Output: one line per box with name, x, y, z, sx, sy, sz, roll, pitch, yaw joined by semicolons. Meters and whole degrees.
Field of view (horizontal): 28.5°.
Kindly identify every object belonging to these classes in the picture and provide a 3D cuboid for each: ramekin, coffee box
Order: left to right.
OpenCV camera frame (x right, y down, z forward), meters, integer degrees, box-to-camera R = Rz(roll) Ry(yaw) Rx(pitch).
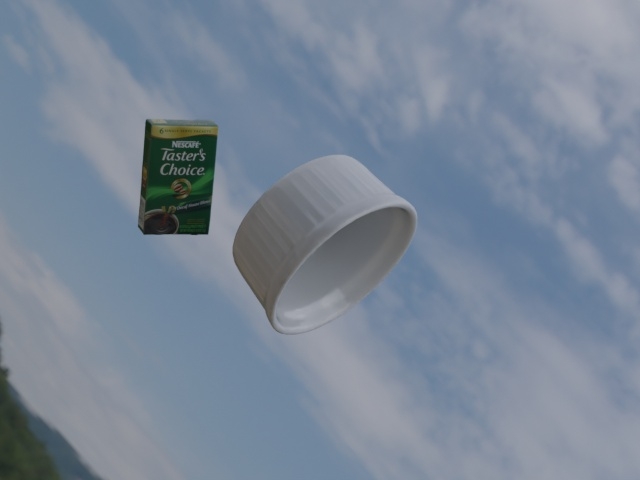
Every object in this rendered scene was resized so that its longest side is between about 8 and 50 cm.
coffee box;-0.225;-0.100;1.984;0.040;0.113;0.184;-135;-131;-61
ramekin;0.000;0.000;1.905;0.135;0.277;0.277;50;-16;24
